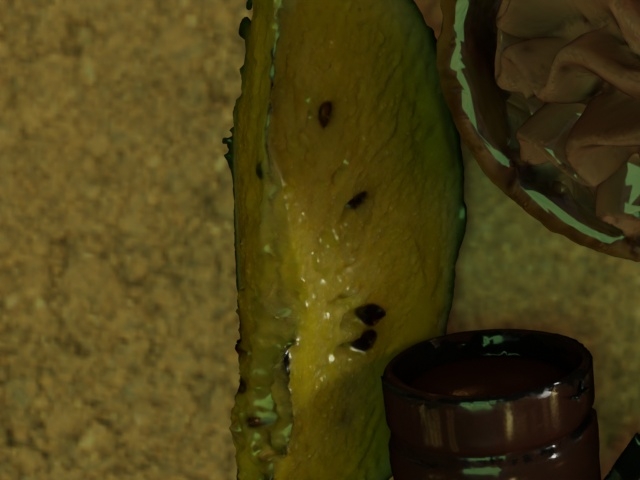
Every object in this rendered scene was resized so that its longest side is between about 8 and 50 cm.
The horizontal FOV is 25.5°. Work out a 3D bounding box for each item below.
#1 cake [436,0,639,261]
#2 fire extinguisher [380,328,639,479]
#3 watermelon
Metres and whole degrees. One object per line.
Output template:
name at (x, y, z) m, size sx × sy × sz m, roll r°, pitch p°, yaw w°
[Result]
cake at (0.138, -0.086, 0.582) m, size 0.185 × 0.178 × 0.208 m, roll -43°, pitch 84°, yaw 18°
fire extinguisher at (0.106, 0.214, 0.679) m, size 0.141 × 0.105 × 0.341 m, roll -9°, pitch 105°, yaw -7°
watermelon at (0.000, 0.000, 0.654) m, size 0.123 × 0.129 × 0.301 m, roll 5°, pitch 108°, yaw 12°
